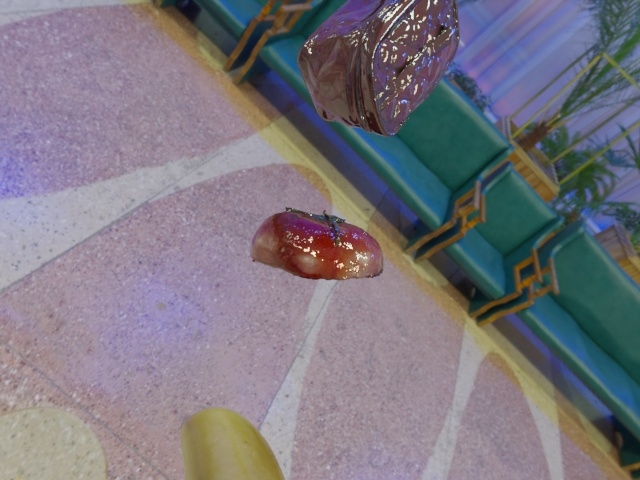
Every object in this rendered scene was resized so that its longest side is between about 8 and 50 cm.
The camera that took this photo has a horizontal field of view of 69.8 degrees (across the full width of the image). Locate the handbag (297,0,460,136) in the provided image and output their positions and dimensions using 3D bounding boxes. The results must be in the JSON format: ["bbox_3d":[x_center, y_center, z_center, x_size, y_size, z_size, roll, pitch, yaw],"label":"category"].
[{"bbox_3d":[0.089,-0.255,0.626,0.225,0.136,0.146,-50,141,-21],"label":"handbag"}]

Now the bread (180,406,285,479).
[{"bbox_3d":[-0.074,0.262,0.428,0.098,0.147,0.217,-4,30,-17],"label":"bread"}]

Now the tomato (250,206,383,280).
[{"bbox_3d":[-0.002,-0.004,0.775,0.228,0.228,0.101,1,99,-46],"label":"tomato"}]
